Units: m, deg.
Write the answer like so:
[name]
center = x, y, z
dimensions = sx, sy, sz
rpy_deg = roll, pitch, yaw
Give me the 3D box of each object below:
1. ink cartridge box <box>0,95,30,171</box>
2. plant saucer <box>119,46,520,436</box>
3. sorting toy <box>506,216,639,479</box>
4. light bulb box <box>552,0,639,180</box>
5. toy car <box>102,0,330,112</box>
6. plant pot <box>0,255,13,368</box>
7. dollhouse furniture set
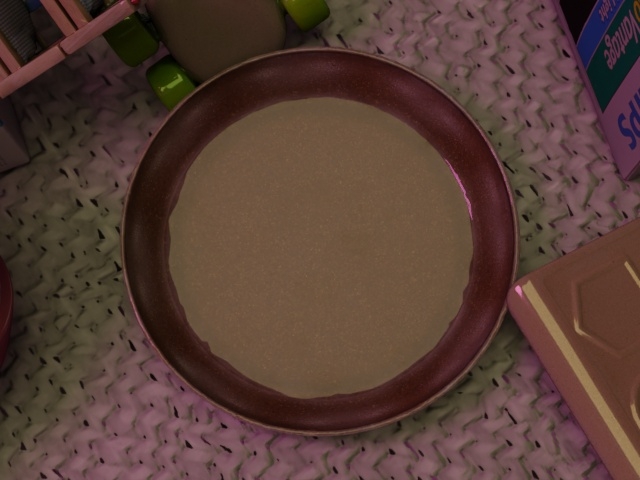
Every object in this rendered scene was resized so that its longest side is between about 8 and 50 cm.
[ink cartridge box]
center = -0.379, -0.121, 0.939
dimensions = 0.233, 0.171, 0.168
rpy_deg = -20, 74, -4
[plant saucer]
center = 0.000, 0.000, 0.956
dimensions = 0.311, 0.050, 0.310
rpy_deg = 0, 77, 0
[sorting toy]
center = 0.272, 0.077, 0.928
dimensions = 0.208, 0.038, 0.193
rpy_deg = -26, 76, -16
[light bulb box]
center = 0.359, -0.284, 0.937
dimensions = 0.358, 0.225, 0.361
rpy_deg = -16, 76, -4
[toy car]
center = -0.111, -0.226, 1.001
dimensions = 0.155, 0.149, 0.188
rpy_deg = -35, 52, 5
[plant pot]
center = -0.311, 0.011, 0.838
dimensions = 0.201, 0.180, 0.201
rpy_deg = 11, 44, -11
[dollhouse furniture set]
center = -0.197, -0.219, 0.908
dimensions = 0.129, 0.183, 0.129
rpy_deg = -28, 108, 20
